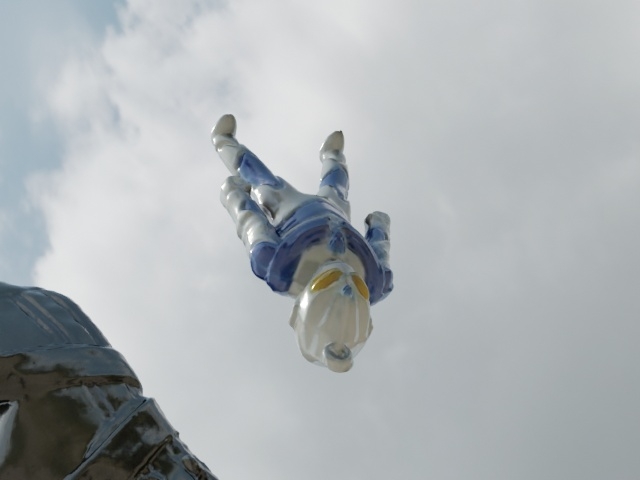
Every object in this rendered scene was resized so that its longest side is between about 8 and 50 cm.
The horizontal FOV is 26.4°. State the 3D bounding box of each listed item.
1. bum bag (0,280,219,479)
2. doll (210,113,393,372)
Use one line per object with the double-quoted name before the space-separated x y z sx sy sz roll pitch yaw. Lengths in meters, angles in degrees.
"bum bag" -0.181 0.132 0.928 0.142 0.326 0.079 -28 -35 -24
"doll" 0.000 0.000 0.813 0.114 0.227 0.057 13 -55 -23
